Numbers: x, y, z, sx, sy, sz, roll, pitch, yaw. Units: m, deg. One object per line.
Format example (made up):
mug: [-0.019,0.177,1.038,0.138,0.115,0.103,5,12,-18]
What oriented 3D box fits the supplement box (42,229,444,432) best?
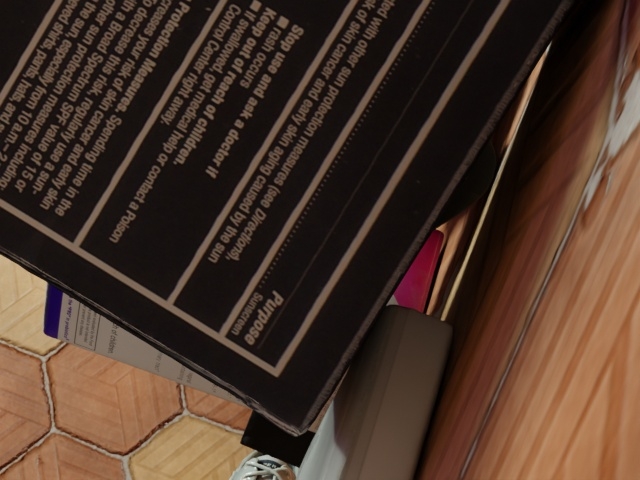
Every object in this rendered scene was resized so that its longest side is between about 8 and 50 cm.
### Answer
supplement box: [-0.049,0.027,0.850,0.114,0.220,0.111,109,-179,-52]

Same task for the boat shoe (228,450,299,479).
boat shoe: [-0.060,0.241,1.288,0.227,0.079,0.081,-40,-33,-85]

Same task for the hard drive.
hard drive: [-0.018,0.204,0.611,0.203,0.040,0.307,112,178,-54]

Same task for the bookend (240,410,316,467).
bookend: [0.002,0.091,1.177,0.157,0.072,0.156,-69,1,-67]

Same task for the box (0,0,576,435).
box: [-0.053,-0.118,0.629,0.296,0.294,0.183,-58,-1,3]

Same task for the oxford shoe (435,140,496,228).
oxford shoe: [0.000,0.000,0.761,0.076,0.212,0.076,37,-151,-84]
